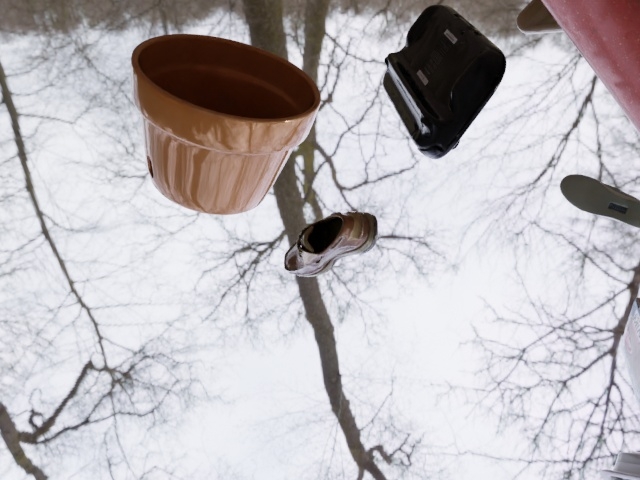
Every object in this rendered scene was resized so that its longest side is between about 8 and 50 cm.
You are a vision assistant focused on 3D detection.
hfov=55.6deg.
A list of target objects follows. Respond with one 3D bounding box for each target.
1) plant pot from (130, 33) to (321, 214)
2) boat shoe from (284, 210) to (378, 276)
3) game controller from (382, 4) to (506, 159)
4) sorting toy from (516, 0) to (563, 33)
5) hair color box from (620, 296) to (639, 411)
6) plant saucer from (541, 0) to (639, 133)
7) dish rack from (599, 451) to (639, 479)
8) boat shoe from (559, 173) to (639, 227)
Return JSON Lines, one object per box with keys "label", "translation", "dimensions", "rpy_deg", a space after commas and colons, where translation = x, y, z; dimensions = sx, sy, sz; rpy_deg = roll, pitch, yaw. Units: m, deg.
{"label": "plant pot", "translation": [-0.164, -0.177, 0.981], "dimensions": [0.291, 0.203, 0.291], "rpy_deg": [13, -145, -9]}
{"label": "boat shoe", "translation": [0.000, 0.000, 1.504], "dimensions": [0.120, 0.324, 0.122], "rpy_deg": [12, -118, -36]}
{"label": "game controller", "translation": [0.172, -0.247, 0.903], "dimensions": [0.067, 0.166, 0.319], "rpy_deg": [32, -155, -26]}
{"label": "sorting toy", "translation": [0.353, -0.323, 0.716], "dimensions": [0.193, 0.038, 0.208], "rpy_deg": [-46, -153, 1]}
{"label": "hair color box", "translation": [0.620, 0.185, 0.829], "dimensions": [0.347, 0.105, 0.174], "rpy_deg": [5, -146, 11]}
{"label": "plant saucer", "translation": [0.227, -0.135, 0.430], "dimensions": [0.048, 0.259, 0.258], "rpy_deg": [-37, -177, 34]}
{"label": "dish rack", "translation": [0.575, 0.360, 0.793], "dimensions": [0.285, 0.333, 0.072], "rpy_deg": [31, -108, -4]}
{"label": "boat shoe", "translation": [0.679, -0.093, 1.450], "dimensions": [0.227, 0.079, 0.081], "rpy_deg": [26, -165, 11]}
